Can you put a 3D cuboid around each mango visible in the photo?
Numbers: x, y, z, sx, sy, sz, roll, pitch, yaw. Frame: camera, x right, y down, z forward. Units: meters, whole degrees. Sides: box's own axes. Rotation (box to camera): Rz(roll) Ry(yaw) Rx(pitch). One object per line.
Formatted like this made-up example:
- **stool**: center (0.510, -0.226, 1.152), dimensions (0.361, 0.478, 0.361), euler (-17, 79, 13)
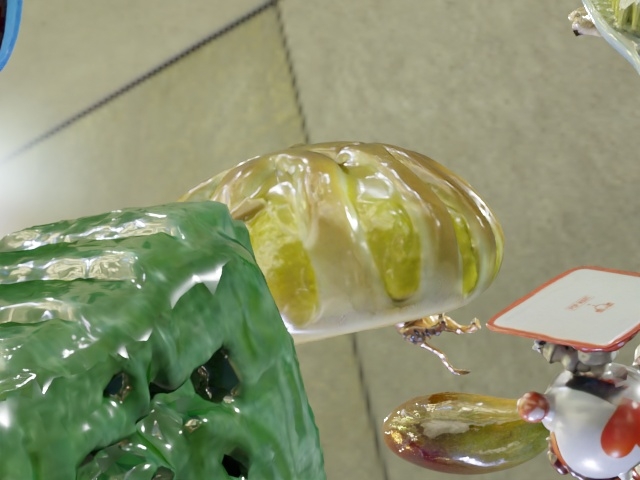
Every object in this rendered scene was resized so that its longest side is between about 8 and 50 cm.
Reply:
- **mango**: center (0.196, 0.261, 2.186), dimensions (0.267, 0.133, 0.111), euler (-7, 48, 33)

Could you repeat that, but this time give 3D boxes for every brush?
- **brush**: center (0.213, -0.142, 1.019), dimensions (0.297, 0.068, 0.060), euler (-99, 8, -47)

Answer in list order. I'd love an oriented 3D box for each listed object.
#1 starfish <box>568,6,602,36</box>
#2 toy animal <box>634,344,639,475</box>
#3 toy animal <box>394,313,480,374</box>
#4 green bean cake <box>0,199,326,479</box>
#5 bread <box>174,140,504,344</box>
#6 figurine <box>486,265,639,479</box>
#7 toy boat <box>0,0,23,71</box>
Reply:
- **starfish**: center (0.446, -0.217, 1.906), dimensions (0.324, 0.432, 0.082), euler (43, 113, 11)
- **toy animal**: center (0.492, 0.206, 2.023), dimensions (0.154, 0.208, 0.325), euler (124, 162, -56)
- **toy animal**: center (0.143, 0.115, 2.291), dimensions (0.116, 0.114, 0.255), euler (-20, 118, 24)
- **green bean cake**: center (-0.109, 0.161, 0.732), dimensions (0.169, 0.308, 0.300), euler (-6, 107, 28)
- **bread**: center (0.000, 0.000, 1.325), dimensions (0.333, 0.333, 0.160), euler (-9, 91, 42)
- **figurine**: center (0.301, 0.169, 1.714), dimensions (0.160, 0.183, 0.226), euler (9, 116, 44)
- **toy boat**: center (-0.249, -0.203, 1.083), dimensions (0.100, 0.097, 0.223), euler (1, 117, 8)
